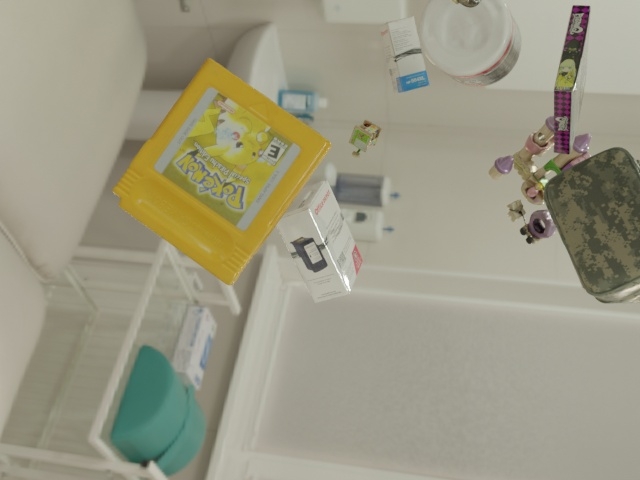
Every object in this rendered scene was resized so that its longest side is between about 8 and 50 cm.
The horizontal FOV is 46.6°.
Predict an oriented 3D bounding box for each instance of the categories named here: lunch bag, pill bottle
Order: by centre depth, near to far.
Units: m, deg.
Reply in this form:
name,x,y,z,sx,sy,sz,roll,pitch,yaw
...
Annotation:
name,x,y,z,sx,sy,sz,roll,pitch,yaw
pill bottle,0.320,-0.412,1.535,0.318,0.176,0.176,-14,109,-69
lunch bag,0.641,-0.020,1.585,0.256,0.212,0.305,24,43,-53

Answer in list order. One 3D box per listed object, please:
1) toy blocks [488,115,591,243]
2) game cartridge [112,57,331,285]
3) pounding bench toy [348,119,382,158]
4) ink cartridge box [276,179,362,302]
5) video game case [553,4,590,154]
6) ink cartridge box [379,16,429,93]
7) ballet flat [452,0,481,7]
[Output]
name,x,y,z,sx,sy,sz,roll,pitch,yaw
toy blocks,0.677,-0.203,2.082,0.309,0.289,0.260,-24,163,-33
game cartridge,-0.185,-0.127,1.369,0.324,0.285,0.053,-55,176,-3
pounding bench toy,0.111,-0.256,1.898,0.065,0.052,0.083,-38,156,-51
ink cartridge box,0.000,0.000,1.784,0.237,0.100,0.172,65,24,-19
video game case,0.519,-0.326,1.536,0.232,0.041,0.210,56,48,-60
ink cartridge box,0.244,-0.542,2.182,0.148,0.085,0.203,-114,-170,-79
ballet flat,0.205,-0.407,1.146,0.084,0.058,0.250,57,24,-24
